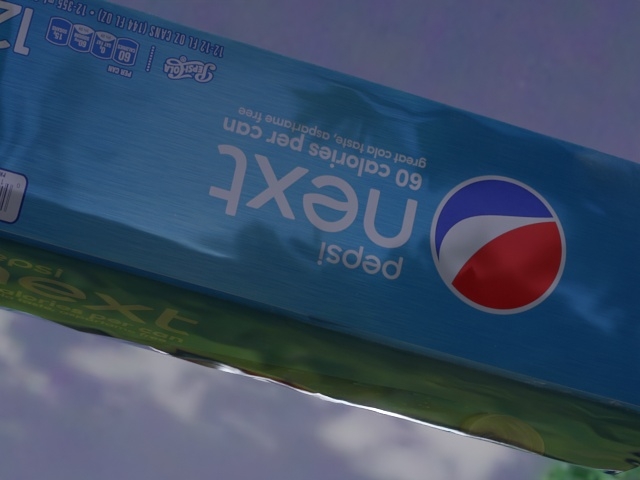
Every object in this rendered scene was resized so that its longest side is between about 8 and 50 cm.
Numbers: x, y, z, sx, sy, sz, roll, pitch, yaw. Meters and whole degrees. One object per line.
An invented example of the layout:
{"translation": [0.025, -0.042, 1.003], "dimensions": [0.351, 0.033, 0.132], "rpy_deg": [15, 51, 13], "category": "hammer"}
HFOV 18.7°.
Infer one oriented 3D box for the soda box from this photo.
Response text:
{"translation": [0.000, 0.000, 0.501], "dimensions": [0.210, 0.067, 0.071], "rpy_deg": [17, -18, -11], "category": "soda box"}
